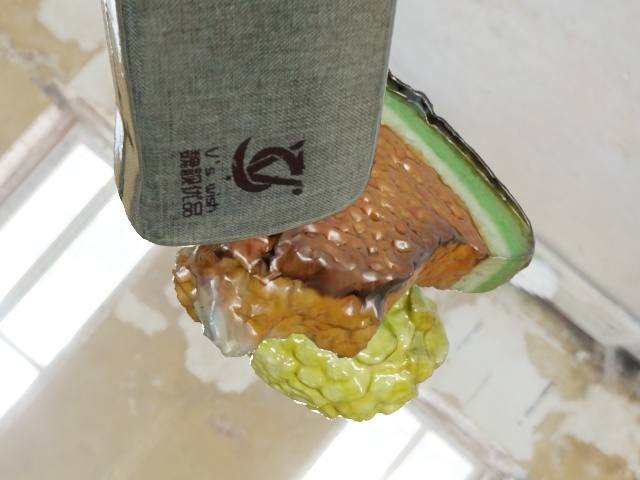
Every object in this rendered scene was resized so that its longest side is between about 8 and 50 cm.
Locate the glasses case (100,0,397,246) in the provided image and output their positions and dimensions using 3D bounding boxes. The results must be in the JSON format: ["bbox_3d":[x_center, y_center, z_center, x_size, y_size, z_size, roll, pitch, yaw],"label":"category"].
[{"bbox_3d":[-0.032,-0.130,0.471,0.323,0.131,0.074,95,159,-47],"label":"glasses case"}]

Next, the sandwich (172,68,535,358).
[{"bbox_3d":[0.000,0.000,0.816,0.250,0.301,0.162,42,128,10],"label":"sandwich"}]

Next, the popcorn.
[{"bbox_3d":[0.003,0.081,1.262,0.174,0.225,0.286,92,154,-50],"label":"popcorn"}]
